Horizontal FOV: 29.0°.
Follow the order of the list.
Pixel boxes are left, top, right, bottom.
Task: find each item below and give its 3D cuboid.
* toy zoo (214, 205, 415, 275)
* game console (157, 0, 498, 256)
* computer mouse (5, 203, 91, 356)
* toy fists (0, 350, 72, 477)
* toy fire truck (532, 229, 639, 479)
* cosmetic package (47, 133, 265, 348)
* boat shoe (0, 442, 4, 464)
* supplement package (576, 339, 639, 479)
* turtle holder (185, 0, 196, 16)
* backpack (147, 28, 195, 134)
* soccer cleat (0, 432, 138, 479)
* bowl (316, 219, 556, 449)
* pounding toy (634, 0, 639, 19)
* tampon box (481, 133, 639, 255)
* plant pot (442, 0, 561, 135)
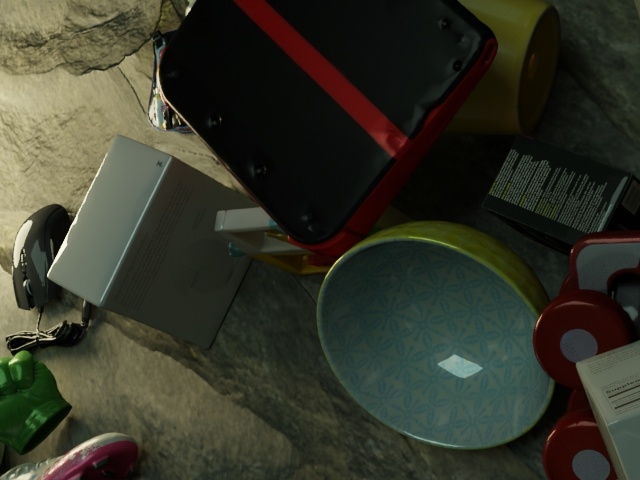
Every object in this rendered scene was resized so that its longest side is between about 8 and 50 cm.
[{"bbox_3d":[0.000,0.000,1.599,0.293,0.192,0.030,-4,69,36],"label":"toy zoo"},{"bbox_3d":[-0.011,-0.210,1.477,0.386,0.060,0.342,47,109,27],"label":"game console"},{"bbox_3d":[-0.436,0.052,1.986,0.184,0.060,0.262,-7,68,35],"label":"computer mouse"},{"bbox_3d":[-0.516,0.290,1.863,0.142,0.096,0.279,43,85,11],"label":"toy fists"},{"bbox_3d":[0.361,0.136,1.255,0.253,0.169,0.302,-2,103,23],"label":"toy fire truck"},{"bbox_3d":[-0.223,0.004,1.741,0.138,0.224,0.224,23,85,40],"label":"cosmetic package"},{"bbox_3d":[-0.555,0.293,1.975,0.081,0.079,0.228,-32,57,51],"label":"boat shoe"},{"bbox_3d":[0.398,0.177,1.117,0.261,0.204,0.145,-21,15,6],"label":"supplement package"},{"bbox_3d":[-0.072,-0.329,1.700,0.227,0.243,0.320,-27,70,-17],"label":"turtle holder"},{"bbox_3d":[-0.182,-0.236,1.879,0.158,0.117,0.173,-7,67,34],"label":"backpack"},{"bbox_3d":[-0.406,0.361,1.799,0.331,0.116,0.143,-43,52,15],"label":"soccer cleat"},{"bbox_3d":[0.157,0.086,1.452,0.289,0.289,0.156,-10,23,33],"label":"bowl"},{"bbox_3d":[0.443,-0.297,1.454,0.141,0.100,0.130,-24,59,27],"label":"pounding toy"},{"bbox_3d":[0.297,-0.039,1.442,0.161,0.120,0.101,27,89,40],"label":"tampon box"},{"bbox_3d":[0.164,-0.237,1.557,0.239,0.254,0.254,15,80,24],"label":"plant pot"}]
